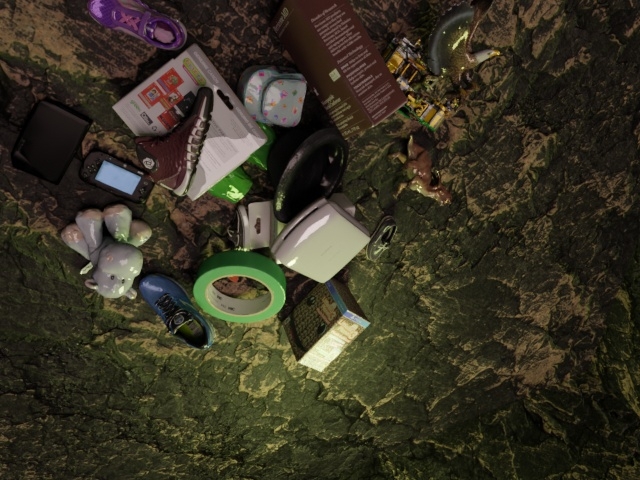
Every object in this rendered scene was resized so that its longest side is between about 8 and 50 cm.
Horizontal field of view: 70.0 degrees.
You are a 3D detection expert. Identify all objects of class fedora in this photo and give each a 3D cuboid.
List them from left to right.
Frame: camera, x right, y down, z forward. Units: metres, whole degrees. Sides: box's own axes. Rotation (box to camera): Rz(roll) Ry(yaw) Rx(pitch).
[{"bbox_3d":[-0.064,-0.219,1.402,0.334,0.152,0.334,-37,153,-23],"label":"fedora"}]

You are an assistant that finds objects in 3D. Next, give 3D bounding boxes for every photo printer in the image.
[{"bbox_3d":[0.000,0.000,1.470,0.256,0.107,0.307,-43,147,9],"label":"photo printer"}]

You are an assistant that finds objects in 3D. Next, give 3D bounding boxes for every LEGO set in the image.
[{"bbox_3d":[0.286,-0.484,1.358,0.254,0.331,0.192,34,104,-15],"label":"LEGO set"}]

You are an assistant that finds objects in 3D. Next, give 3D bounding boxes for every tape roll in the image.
[{"bbox_3d":[-0.283,0.170,1.620,0.320,0.077,0.322,-1,136,-1],"label":"tape roll"}]

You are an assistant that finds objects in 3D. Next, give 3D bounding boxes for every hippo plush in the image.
[{"bbox_3d":[-0.646,0.053,1.352,0.234,0.237,0.294,26,109,-35],"label":"hippo plush"}]

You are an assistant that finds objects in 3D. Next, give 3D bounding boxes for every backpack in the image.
[{"bbox_3d":[-0.139,-0.414,1.310,0.188,0.144,0.166,1,123,-22],"label":"backpack"}]

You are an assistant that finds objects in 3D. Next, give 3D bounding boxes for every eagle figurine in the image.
[{"bbox_3d":[0.430,-0.583,1.393,0.224,0.226,0.299,-17,119,4],"label":"eagle figurine"}]

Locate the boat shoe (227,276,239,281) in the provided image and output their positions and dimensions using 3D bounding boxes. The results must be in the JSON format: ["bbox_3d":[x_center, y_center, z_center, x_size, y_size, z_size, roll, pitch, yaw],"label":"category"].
[{"bbox_3d":[-0.331,0.107,1.647,0.049,0.043,0.137,-28,130,-5],"label":"boat shoe"}]

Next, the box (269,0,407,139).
[{"bbox_3d":[0.045,-0.475,1.212,0.143,0.191,0.382,-38,103,-15],"label":"box"}]

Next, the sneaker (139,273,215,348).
[{"bbox_3d":[-0.481,0.240,1.548,0.130,0.147,0.330,-45,97,-11],"label":"sneaker"}]

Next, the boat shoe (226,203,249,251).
[{"bbox_3d":[-0.282,-0.022,1.559,0.070,0.078,0.220,-9,127,-19],"label":"boat shoe"}]

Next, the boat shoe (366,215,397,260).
[{"bbox_3d":[0.242,0.003,1.806,0.075,0.065,0.206,9,118,-28],"label":"boat shoe"}]

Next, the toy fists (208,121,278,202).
[{"bbox_3d":[-0.248,-0.249,1.410,0.279,0.096,0.142,-45,140,9],"label":"toy fists"}]

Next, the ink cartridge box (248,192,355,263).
[{"bbox_3d":[-0.069,-0.040,1.609,0.352,0.119,0.207,-8,126,-18],"label":"ink cartridge box"}]

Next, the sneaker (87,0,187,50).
[{"bbox_3d":[-0.443,-0.536,1.123,0.236,0.105,0.095,13,118,-28],"label":"sneaker"}]

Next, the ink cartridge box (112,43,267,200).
[{"bbox_3d":[-0.337,-0.317,1.240,0.271,0.130,0.310,-36,109,4],"label":"ink cartridge box"}]

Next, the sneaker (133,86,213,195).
[{"bbox_3d":[-0.372,-0.261,1.131,0.162,0.106,0.282,18,105,-11],"label":"sneaker"}]

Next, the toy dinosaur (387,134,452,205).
[{"bbox_3d":[0.364,-0.259,1.652,0.200,0.127,0.296,-23,116,-16],"label":"toy dinosaur"}]

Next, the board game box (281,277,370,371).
[{"bbox_3d":[0.015,0.328,1.825,0.141,0.232,0.291,34,104,-36],"label":"board game box"}]

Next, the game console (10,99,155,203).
[{"bbox_3d":[-0.643,-0.225,1.289,0.361,0.044,0.213,26,110,-35],"label":"game console"}]
